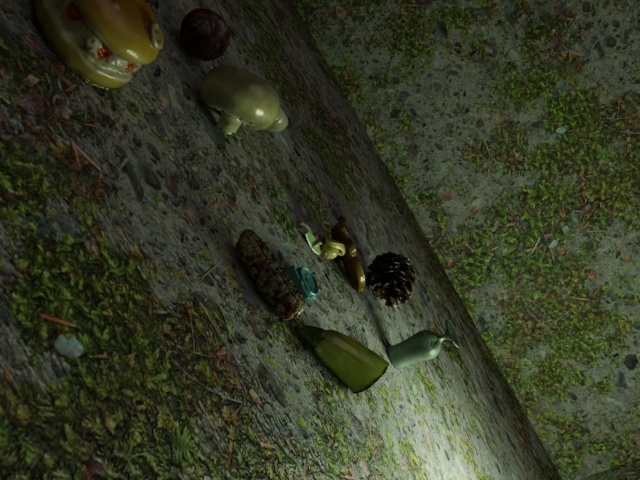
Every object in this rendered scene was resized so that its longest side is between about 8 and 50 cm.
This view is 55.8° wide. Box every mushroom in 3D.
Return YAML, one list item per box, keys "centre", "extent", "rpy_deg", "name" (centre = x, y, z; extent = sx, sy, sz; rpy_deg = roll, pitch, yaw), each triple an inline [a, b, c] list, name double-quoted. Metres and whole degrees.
- centre: [-0.241, -0.402, 1.786]
  extent: [0.246, 0.203, 0.246]
  rpy_deg: [22, -6, 2]
  name: "mushroom"

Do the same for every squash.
- centre: [0.061, 0.309, 1.604]
  extent: [0.287, 0.137, 0.137]
  rpy_deg: [42, 26, -34]
  name: "squash"

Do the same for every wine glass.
- centre: [0.351, 0.364, 2.076]
  extent: [0.103, 0.230, 0.103]
  rpy_deg: [52, 20, -28]
  name: "wine glass"

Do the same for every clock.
- centre: [-0.045, 0.122, 1.720]
  extent: [0.108, 0.045, 0.147]
  rpy_deg: [65, 19, 10]
  name: "clock"

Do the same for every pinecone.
- centre: [0.264, 0.149, 2.264]
  extent: [0.184, 0.179, 0.205]
  rpy_deg: [110, -14, -59]
  name: "pinecone"

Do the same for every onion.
- centre: [-0.364, -0.638, 1.902]
  extent: [0.160, 0.159, 0.195]
  rpy_deg: [57, -11, -8]
  name: "onion"

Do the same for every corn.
- centre: [-0.130, 0.086, 1.503]
  extent: [0.253, 0.086, 0.086]
  rpy_deg: [55, 19, -7]
  name: "corn"

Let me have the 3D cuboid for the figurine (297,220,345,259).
- centre: [0.000, 0.000, 1.978]
  extent: [0.187, 0.083, 0.083]
  rpy_deg: [40, 25, -23]
  name: "figurine"

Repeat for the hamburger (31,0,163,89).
- centre: [-0.471, -0.501, 1.349]
  extent: [0.261, 0.186, 0.303]
  rpy_deg: [51, 19, -26]
  name: "hamburger"

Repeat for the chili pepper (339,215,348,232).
- centre: [0.090, -0.068, 2.374]
  extent: [0.027, 0.022, 0.083]
  rpy_deg: [0, 56, -30]
  name: "chili pepper"

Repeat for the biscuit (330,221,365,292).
- centre: [0.100, 0.058, 2.066]
  extent: [0.184, 0.035, 0.249]
  rpy_deg: [131, -62, -76]
  name: "biscuit"

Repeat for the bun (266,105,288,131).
- centre: [-0.186, -0.430, 2.106]
  extent: [0.138, 0.094, 0.138]
  rpy_deg: [44, -16, 16]
  name: "bun"
